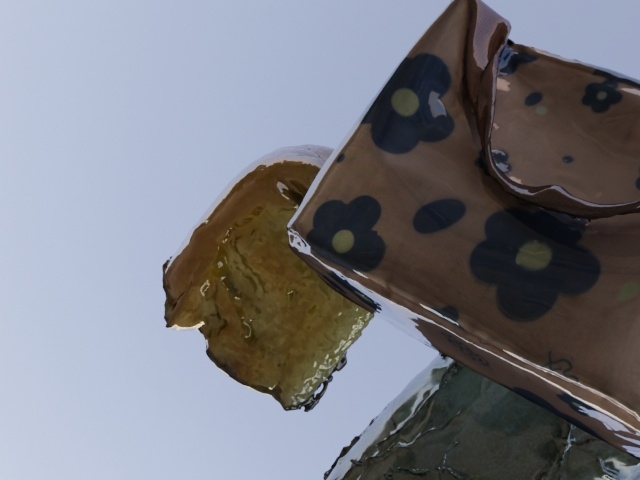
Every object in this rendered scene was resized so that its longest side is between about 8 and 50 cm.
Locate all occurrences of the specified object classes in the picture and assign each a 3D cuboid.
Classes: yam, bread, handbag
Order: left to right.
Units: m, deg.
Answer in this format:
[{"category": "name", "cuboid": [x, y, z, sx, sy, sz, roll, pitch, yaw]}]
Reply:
[{"category": "bread", "cuboid": [-0.001, -0.001, 0.764, 0.174, 0.251, 0.133, 41, -39, 9]}, {"category": "yam", "cuboid": [0.135, 0.217, 0.802, 0.348, 0.241, 0.241, -43, -127, -1]}, {"category": "handbag", "cuboid": [0.132, -0.010, 0.553, 0.251, 0.190, 0.193, 29, -98, 24]}]
